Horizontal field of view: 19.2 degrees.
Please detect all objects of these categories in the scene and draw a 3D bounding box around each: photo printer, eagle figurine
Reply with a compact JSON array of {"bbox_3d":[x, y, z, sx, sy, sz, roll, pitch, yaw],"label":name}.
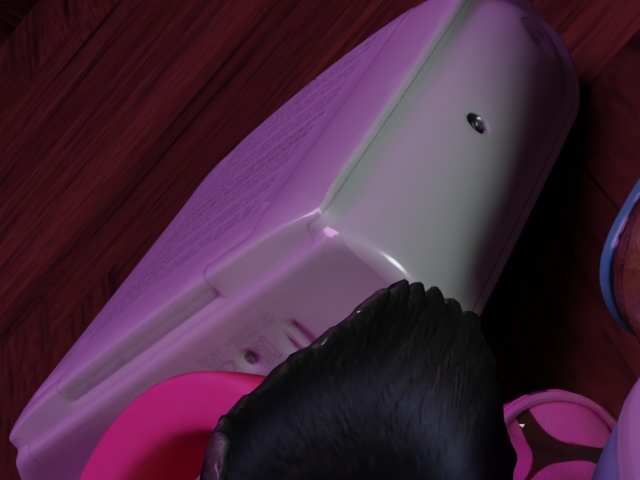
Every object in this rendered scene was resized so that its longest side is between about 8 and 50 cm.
[{"bbox_3d":[0.000,0.000,0.964,0.256,0.107,0.307,-36,12,34],"label":"photo printer"},{"bbox_3d":[-0.019,0.149,0.491,0.226,0.225,0.298,-9,19,-7],"label":"eagle figurine"}]

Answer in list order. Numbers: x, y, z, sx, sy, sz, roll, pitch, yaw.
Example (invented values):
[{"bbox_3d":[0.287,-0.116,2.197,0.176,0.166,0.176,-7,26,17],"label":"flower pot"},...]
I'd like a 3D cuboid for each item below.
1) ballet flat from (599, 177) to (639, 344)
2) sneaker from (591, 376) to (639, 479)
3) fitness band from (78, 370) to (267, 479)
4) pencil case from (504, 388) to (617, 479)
[{"bbox_3d":[0.230,-0.093,0.734,0.124,0.116,0.342,13,66,45],"label":"ballet flat"},{"bbox_3d":[0.132,0.192,0.497,0.366,0.135,0.150,-85,8,-46],"label":"sneaker"},{"bbox_3d":[-0.057,0.196,0.770,0.209,0.054,0.290,32,106,49],"label":"fitness band"},{"bbox_3d":[0.036,0.131,0.782,0.098,0.095,0.209,-24,-5,-44],"label":"pencil case"}]
